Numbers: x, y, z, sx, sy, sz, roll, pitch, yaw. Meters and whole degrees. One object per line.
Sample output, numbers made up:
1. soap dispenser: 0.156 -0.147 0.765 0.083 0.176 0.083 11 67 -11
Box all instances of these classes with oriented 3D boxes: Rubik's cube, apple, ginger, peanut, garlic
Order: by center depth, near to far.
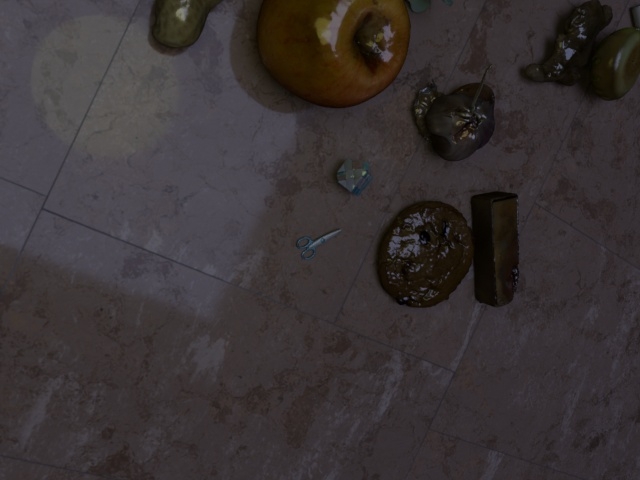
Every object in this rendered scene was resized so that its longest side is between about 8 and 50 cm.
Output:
1. peanut: -0.243 -0.497 1.066 0.124 0.124 0.256 23 90 -25
2. apple: 0.018 -0.423 1.119 0.299 0.275 0.298 -11 110 -33
3. Rubik's cube: 0.077 -0.158 1.294 0.073 0.075 0.084 39 82 21
4. garlic: 0.323 -0.328 1.307 0.207 0.207 0.256 -37 149 -13
5. ginger: 0.700 -0.534 1.479 0.166 0.080 0.333 39 81 -30

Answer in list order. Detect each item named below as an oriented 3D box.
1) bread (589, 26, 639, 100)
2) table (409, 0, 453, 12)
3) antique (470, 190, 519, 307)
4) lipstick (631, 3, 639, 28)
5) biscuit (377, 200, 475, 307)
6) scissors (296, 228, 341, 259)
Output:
1. bread: 0.825 -0.493 1.514 0.213 0.105 0.213 -22 122 -41
2. table: 0.212 -0.616 1.224 0.199 0.167 0.166 14 94 -33
3. antique: 0.483 0.025 1.492 0.094 0.087 0.309 -11 103 -22
4. lipstick: 0.945 -0.626 1.588 0.038 0.038 0.130 -31 110 -15
5. biscuit: 0.282 0.040 1.415 0.296 0.075 0.295 -4 102 -22
6. scissors: 0.000 0.000 1.321 0.119 0.014 0.058 -29 111 -12
